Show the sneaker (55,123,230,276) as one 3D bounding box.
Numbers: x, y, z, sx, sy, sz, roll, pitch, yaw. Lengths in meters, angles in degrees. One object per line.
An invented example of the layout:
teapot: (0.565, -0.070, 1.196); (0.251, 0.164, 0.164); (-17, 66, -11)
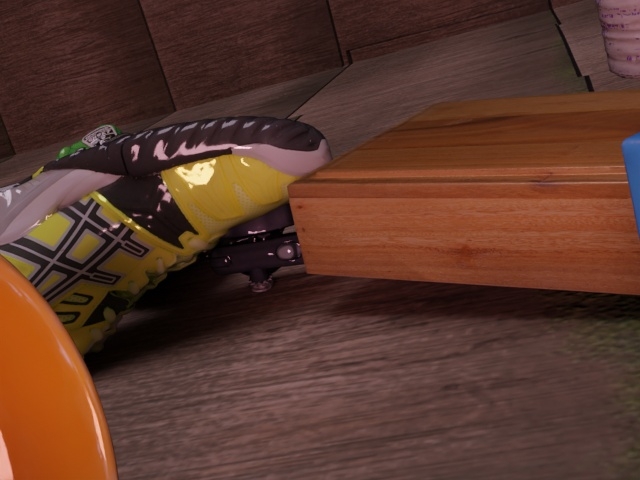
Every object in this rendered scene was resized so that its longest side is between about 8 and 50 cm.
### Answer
sneaker: (-0.203, -0.036, 0.912); (0.134, 0.146, 0.343); (-24, 18, -26)

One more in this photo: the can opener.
can opener: (0.000, 0.000, 0.744); (0.186, 0.073, 0.059); (-4, 15, 6)

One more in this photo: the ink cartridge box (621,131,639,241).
ink cartridge box: (0.223, 0.016, 0.296); (0.078, 0.134, 0.231); (-24, 16, -28)

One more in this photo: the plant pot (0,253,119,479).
plant pot: (-0.210, 0.107, 0.329); (0.188, 0.205, 0.205); (-18, 14, 24)

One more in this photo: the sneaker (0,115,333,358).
sneaker: (-0.168, 0.009, 0.708); (0.385, 0.147, 0.145); (-18, 0, 7)

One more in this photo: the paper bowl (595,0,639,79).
paper bowl: (0.411, -0.208, 0.860); (0.284, 0.148, 0.284); (-15, 15, 4)

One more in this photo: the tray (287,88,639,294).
tray: (0.202, -0.041, 0.579); (0.411, 0.076, 0.203); (1, 23, 39)
